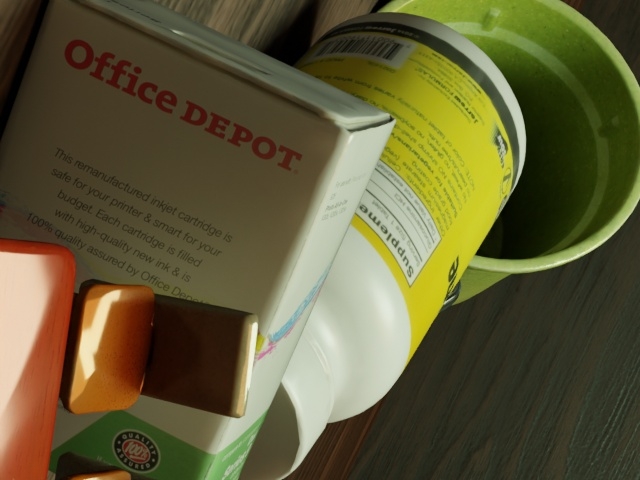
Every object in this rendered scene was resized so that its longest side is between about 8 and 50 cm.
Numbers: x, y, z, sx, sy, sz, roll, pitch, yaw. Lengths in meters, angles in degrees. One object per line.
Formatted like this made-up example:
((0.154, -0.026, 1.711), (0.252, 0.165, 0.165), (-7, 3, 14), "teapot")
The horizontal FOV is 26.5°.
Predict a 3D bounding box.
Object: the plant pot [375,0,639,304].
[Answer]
((0.124, -0.058, 1.254), (0.276, 0.276, 0.254), (-59, 179, -25), "plant pot")

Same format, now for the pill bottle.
((0.000, 0.000, 0.913), (0.334, 0.188, 0.188), (-52, 164, -44), "pill bottle")

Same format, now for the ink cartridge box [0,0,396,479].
((-0.080, 0.006, 0.649), (0.212, 0.154, 0.093), (-67, 168, 16), "ink cartridge box")

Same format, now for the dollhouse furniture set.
((-0.124, 0.126, 0.427), (0.262, 0.135, 0.259), (6, 93, -58), "dollhouse furniture set")

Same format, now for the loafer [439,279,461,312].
((0.000, 0.055, 1.074), (0.078, 0.223, 0.076), (98, -23, -69), "loafer")
